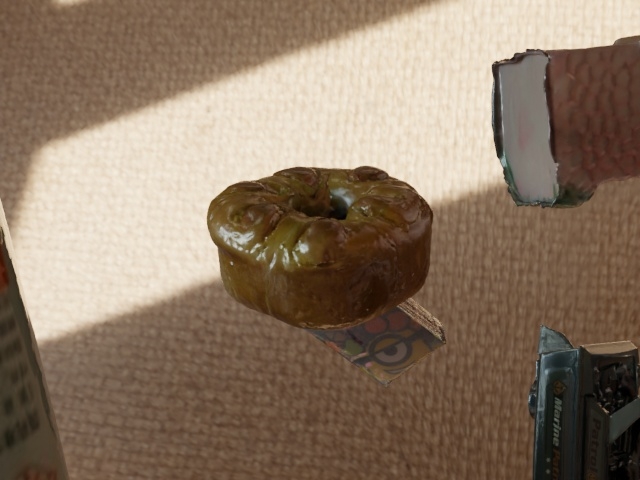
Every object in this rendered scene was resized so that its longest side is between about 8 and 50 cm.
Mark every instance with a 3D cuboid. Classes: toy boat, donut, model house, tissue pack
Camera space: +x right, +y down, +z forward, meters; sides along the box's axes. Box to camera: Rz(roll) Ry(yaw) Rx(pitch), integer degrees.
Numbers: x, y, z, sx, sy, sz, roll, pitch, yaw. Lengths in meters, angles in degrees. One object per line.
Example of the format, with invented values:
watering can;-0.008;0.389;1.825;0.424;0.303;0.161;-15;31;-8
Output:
toy boat;0.201;0.187;0.837;0.103;0.093;0.246;1;89;39
donut;0.002;0.000;1.138;0.226;0.226;0.114;-1;113;9
model house;0.366;-0.155;1.486;0.237;0.237;0.202;-8;94;-8
tissue pack;0.067;0.105;1.431;0.108;0.148;0.060;-40;28;24

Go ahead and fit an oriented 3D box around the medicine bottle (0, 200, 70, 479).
medicine bottle;-0.273;0.163;0.738;0.219;0.219;0.388;-8;102;6
